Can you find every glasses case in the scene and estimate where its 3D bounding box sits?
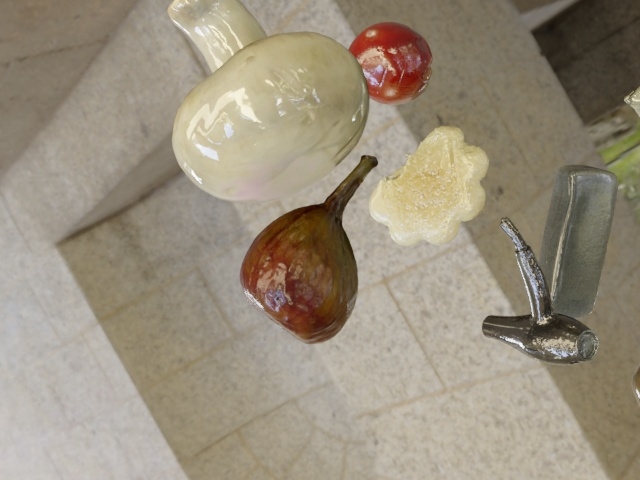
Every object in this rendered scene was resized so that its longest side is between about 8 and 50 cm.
[{"bbox_3d":[0.532,0.005,1.662,0.131,0.323,0.074,2,-167,-24],"label":"glasses case"}]

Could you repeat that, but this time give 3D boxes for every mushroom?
[{"bbox_3d":[-0.085,-0.207,1.200,0.315,0.356,0.315,-17,-139,15],"label":"mushroom"}]

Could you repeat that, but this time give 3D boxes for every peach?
[{"bbox_3d":[0.149,-0.393,1.768,0.197,0.197,0.197,-30,180,0],"label":"peach"}]

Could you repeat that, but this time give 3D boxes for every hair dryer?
[{"bbox_3d":[0.278,0.065,1.101,0.075,0.219,0.195,-28,-163,-26],"label":"hair dryer"}]

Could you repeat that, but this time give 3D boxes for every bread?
[{"bbox_3d":[0.218,-0.091,1.538,0.251,0.182,0.039,-45,168,21],"label":"bread"}]

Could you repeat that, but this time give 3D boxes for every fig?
[{"bbox_3d":[-0.012,0.010,1.212,0.190,0.190,0.290,-30,-144,55],"label":"fig"}]

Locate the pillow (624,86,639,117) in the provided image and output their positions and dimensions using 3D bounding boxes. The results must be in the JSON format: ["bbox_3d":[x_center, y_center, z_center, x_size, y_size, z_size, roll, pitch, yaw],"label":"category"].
[{"bbox_3d":[0.435,-0.132,0.854,0.148,0.229,0.050,-45,-149,9],"label":"pillow"}]

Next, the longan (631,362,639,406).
[{"bbox_3d":[0.721,0.302,1.602,0.167,0.187,0.167,-44,-153,29],"label":"longan"}]
